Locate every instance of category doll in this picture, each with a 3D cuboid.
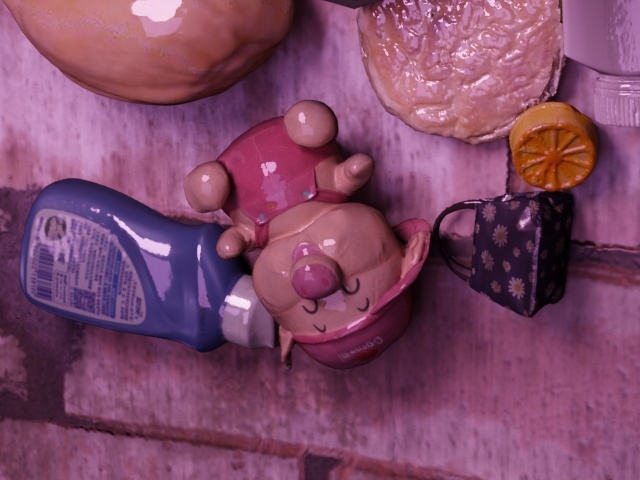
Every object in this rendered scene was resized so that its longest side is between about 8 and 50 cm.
[{"bbox_3d":[-0.002,0.001,1.841,0.196,0.152,0.256,-26,96,42],"label":"doll"}]

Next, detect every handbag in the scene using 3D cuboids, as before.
[{"bbox_3d":[0.168,0.000,1.812,0.139,0.072,0.115,16,112,35],"label":"handbag"}]

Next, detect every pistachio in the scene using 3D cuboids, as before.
[{"bbox_3d":[-0.163,-0.222,1.854,0.293,0.162,0.182,7,80,24],"label":"pistachio"}]

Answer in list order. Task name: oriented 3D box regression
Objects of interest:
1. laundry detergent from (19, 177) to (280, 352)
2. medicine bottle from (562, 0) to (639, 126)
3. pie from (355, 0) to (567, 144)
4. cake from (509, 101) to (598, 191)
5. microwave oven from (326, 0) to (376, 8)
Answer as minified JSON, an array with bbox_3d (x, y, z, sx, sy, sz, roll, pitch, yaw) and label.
[{"bbox_3d":[-0.166,0.036,1.967,0.289,0.094,0.143,17,105,18],"label":"laundry detergent"},{"bbox_3d":[0.283,-0.200,1.682,0.132,0.088,0.188,3,105,25],"label":"medicine bottle"},{"bbox_3d":[0.137,-0.181,1.779,0.218,0.052,0.185,-20,92,26],"label":"pie"},{"bbox_3d":[0.216,-0.087,1.758,0.084,0.044,0.084,3,125,4],"label":"cake"},{"bbox_3d":[0.040,-0.333,1.718,0.162,0.122,0.208,-16,81,27],"label":"microwave oven"}]
